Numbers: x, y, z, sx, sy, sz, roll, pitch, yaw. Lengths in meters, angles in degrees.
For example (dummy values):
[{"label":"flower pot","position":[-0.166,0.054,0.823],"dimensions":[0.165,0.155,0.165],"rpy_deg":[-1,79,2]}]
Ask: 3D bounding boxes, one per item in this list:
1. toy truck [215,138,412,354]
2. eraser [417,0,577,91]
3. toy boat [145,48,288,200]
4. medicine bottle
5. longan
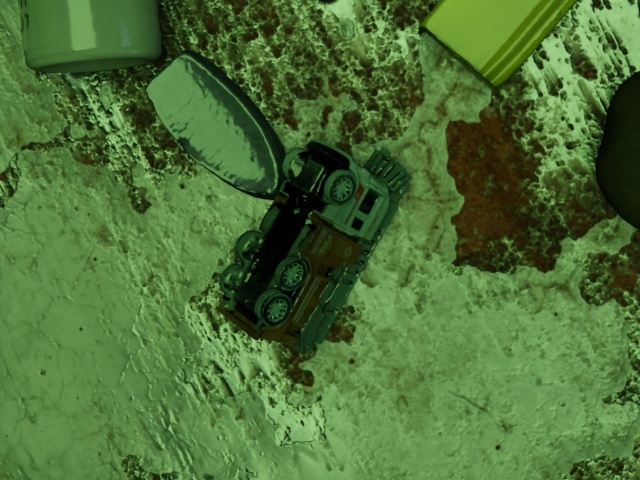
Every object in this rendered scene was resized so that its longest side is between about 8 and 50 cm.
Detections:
[{"label":"toy truck","position":[0.000,0.000,1.784],"dimensions":[0.133,0.184,0.338],"rpy_deg":[31,92,48]},{"label":"eraser","position":[0.276,-0.352,1.768],"dimensions":[0.158,0.069,0.226],"rpy_deg":[41,98,5]},{"label":"toy boat","position":[-0.149,-0.169,1.826],"dimensions":[0.127,0.078,0.283],"rpy_deg":[-42,87,4]},{"label":"medicine bottle","position":[-0.357,-0.446,1.763],"dimensions":[0.211,0.211,0.372],"rpy_deg":[-5,93,7]},{"label":"longan","position":[0.505,-0.129,1.684],"dimensions":[0.248,0.248,0.248],"rpy_deg":[0,94,6]}]
